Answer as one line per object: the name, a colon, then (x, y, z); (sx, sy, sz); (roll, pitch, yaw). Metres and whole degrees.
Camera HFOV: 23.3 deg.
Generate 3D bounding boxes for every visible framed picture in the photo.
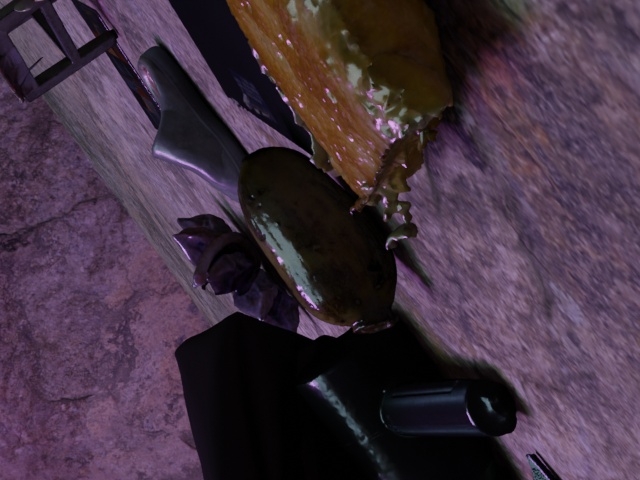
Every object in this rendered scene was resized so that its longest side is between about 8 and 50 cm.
framed picture: (-0.111, -0.221, 1.224); (0.339, 0.014, 0.255); (59, 170, -27)

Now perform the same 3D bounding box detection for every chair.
chair: (-0.389, -0.231, 1.770); (0.136, 0.270, 0.147); (46, 168, 32)

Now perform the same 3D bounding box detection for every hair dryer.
hair dryer: (0.118, 0.185, 1.350); (0.244, 0.116, 0.302); (52, 164, -6)

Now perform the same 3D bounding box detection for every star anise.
star anise: (-0.105, 0.043, 1.956); (0.230, 0.081, 0.262); (51, -178, 17)

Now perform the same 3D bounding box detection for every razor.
razor: (0.195, 0.243, 1.352); (0.066, 0.033, 0.190); (50, 171, 24)

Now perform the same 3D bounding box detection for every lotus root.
lotus root: (0.000, 0.000, 1.244); (0.179, 0.089, 0.080); (53, 161, 4)

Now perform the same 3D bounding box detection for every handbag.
handbag: (-0.004, 0.218, 1.502); (0.285, 0.113, 0.257); (26, -136, -42)

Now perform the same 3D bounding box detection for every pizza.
pizza: (0.007, -0.110, 0.881); (0.280, 0.075, 0.288); (53, 174, 26)

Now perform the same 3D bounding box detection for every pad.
pad: (-0.243, -0.210, 1.950); (0.211, 0.003, 0.143); (58, 170, -25)

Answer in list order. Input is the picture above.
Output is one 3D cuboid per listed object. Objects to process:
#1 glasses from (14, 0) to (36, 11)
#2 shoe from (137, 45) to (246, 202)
glasses: (-0.325, -0.379, 1.638); (0.189, 0.088, 0.220); (49, 150, 29)
shoe: (-0.141, -0.106, 1.598); (0.195, 0.078, 0.079); (57, 170, 3)
